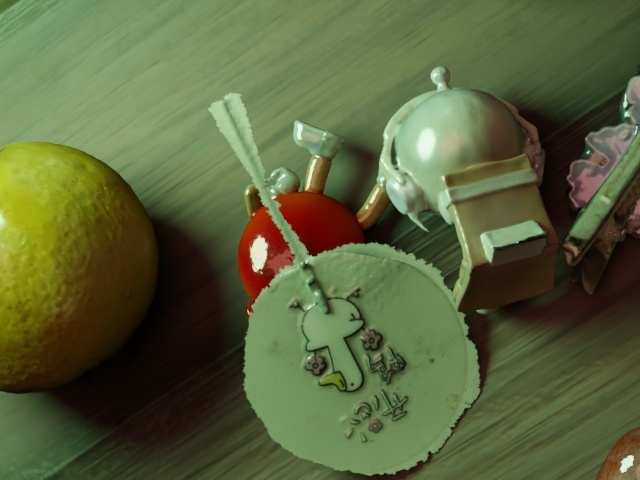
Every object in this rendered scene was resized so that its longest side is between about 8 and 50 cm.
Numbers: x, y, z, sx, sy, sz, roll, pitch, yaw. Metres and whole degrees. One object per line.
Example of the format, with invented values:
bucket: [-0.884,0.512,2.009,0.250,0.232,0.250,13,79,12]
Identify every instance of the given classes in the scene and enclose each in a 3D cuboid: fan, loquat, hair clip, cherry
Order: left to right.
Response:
loquat: [-0.297,0.033,1.601,0.275,0.275,0.275,-4,79,20]
fan: [-0.005,0.045,1.525,0.233,0.012,0.415,-30,93,1]
hair clip: [0.307,-0.089,1.486,0.106,0.084,0.292,30,86,28]
cherry: [0.306,0.232,1.418,0.106,0.087,0.126,33,90,27]

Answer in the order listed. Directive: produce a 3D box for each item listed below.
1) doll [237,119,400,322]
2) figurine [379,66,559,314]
doll: [0.000,0.000,1.581,0.183,0.085,0.217,25,79,8]
figurine: [0.149,-0.056,1.516,0.162,0.141,0.237,-18,66,-10]
